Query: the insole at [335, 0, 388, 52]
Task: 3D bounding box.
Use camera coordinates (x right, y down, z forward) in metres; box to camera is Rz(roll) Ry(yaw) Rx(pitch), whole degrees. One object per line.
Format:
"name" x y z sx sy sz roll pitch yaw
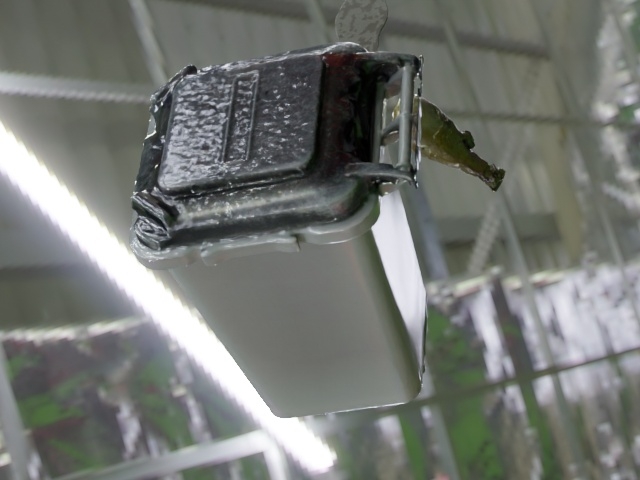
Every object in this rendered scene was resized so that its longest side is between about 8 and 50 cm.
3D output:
"insole" 0.049 -0.251 2.139 0.193 0.065 0.006 -84 -12 -50

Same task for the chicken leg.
"chicken leg" 0.174 -0.131 2.366 0.178 0.070 0.093 35 -148 4

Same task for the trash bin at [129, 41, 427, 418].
"trash bin" 0.000 0.000 1.796 0.256 0.296 0.368 -87 -20 -44
